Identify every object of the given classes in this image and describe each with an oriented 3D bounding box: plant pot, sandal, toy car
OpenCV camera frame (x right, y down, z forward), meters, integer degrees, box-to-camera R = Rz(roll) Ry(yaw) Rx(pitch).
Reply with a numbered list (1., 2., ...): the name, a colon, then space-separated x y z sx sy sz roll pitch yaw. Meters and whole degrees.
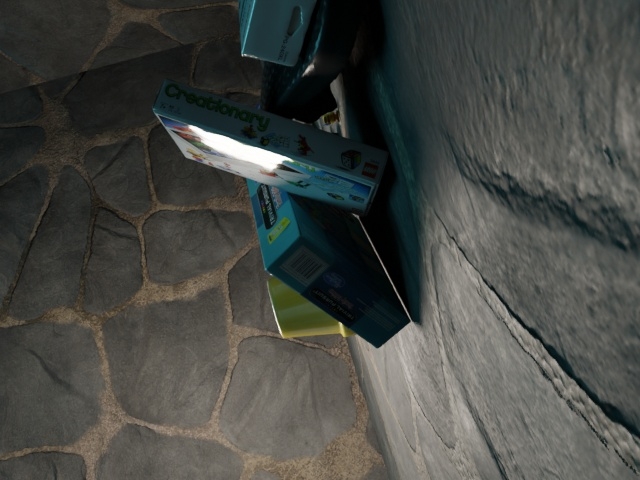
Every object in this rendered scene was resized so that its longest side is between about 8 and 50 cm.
1. plant pot: -0.009 0.152 1.600 0.254 0.239 0.253 164 90 -88
2. sandal: -0.009 -0.229 0.801 0.446 0.107 0.167 -174 89 -74
3. toy car: 0.015 -0.208 1.126 0.122 0.041 0.060 77 176 -51

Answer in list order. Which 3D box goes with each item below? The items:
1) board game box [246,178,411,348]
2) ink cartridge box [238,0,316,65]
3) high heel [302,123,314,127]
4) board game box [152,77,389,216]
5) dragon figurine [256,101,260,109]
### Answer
1. board game box: 0.000 0.000 1.025 0.254 0.079 0.336 39 -164 -29
2. ink cartridge box: -0.049 -0.279 0.649 0.150 0.063 0.109 -100 24 -44
3. high heel: -0.102 -0.257 1.599 0.261 0.186 0.093 -114 8 -69
4. board game box: -0.064 -0.121 0.839 0.193 0.306 0.053 95 -165 -80
5. dragon figurine: -0.155 -0.386 1.785 0.144 0.289 0.085 35 -169 -15
